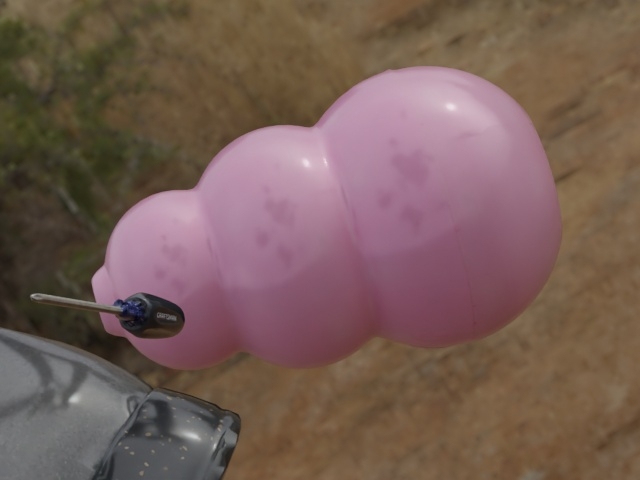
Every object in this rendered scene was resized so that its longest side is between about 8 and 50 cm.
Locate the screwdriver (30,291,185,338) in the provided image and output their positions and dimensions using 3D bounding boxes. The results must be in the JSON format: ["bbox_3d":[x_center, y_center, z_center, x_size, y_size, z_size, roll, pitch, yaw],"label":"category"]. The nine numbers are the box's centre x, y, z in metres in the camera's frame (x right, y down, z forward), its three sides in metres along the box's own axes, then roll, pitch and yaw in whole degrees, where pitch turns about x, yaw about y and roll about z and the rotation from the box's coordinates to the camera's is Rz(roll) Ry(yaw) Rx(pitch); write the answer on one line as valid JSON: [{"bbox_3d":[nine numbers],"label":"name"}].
[{"bbox_3d":[-0.104,0.031,0.916,0.025,0.024,0.170,-58,-18,-1],"label":"screwdriver"}]

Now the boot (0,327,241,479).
[{"bbox_3d":[-0.188,0.152,0.606,0.118,0.222,0.338,112,-177,-56],"label":"boot"}]

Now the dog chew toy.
[{"bbox_3d":[0.000,0.000,1.333,0.332,0.207,0.206,-17,21,-5],"label":"dog chew toy"}]
